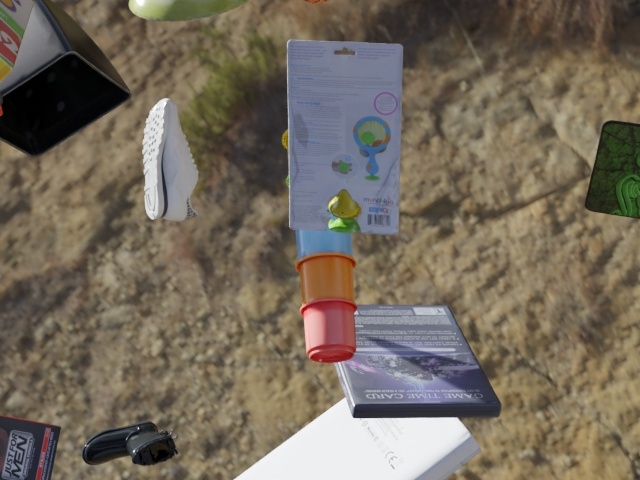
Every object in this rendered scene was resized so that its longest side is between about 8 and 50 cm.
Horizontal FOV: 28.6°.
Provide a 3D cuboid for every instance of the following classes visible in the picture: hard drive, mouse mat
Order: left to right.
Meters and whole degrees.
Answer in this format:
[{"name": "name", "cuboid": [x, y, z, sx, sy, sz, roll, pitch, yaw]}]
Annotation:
[{"name": "hard drive", "cuboid": [0.033, 0.336, 1.809, 0.353, 0.047, 0.233, -36, 34, -3]}, {"name": "mouse mat", "cuboid": [0.483, -0.099, 1.872, 0.153, 0.189, 0.007, 9, 49, 8]}]

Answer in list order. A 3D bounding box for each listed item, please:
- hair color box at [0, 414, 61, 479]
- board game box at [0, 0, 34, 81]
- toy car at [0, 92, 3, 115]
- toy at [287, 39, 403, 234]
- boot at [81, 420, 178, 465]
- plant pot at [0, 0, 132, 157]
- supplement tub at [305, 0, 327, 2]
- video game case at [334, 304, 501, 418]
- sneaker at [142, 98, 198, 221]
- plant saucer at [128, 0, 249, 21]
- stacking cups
[{"name": "hair color box", "cuboid": [-0.326, 0.199, 1.195, 0.043, 0.141, 0.072, -21, 59, 64]}, {"name": "board game box", "cuboid": [-0.301, -0.212, 1.050, 0.039, 0.124, 0.259, -41, 23, 7]}, {"name": "toy car", "cuboid": [-0.382, -0.264, 1.318, 0.053, 0.239, 0.225, -10, 78, -13]}, {"name": "toy", "cuboid": [0.032, -0.126, 1.517, 0.137, 0.237, 0.056, 3, 19, 9]}, {"name": "boot", "cuboid": [-0.261, 0.288, 1.729, 0.121, 0.045, 0.099, -17, 15, -22]}, {"name": "plant pot", "cuboid": [-0.424, -0.259, 1.852, 0.188, 0.187, 0.167, -32, 68, 10]}, {"name": "supplement tub", "cuboid": [-0.011, -0.514, 2.181, 0.117, 0.117, 0.190, -17, 58, 18]}, {"name": "video game case", "cuboid": [0.114, 0.160, 1.711, 0.196, 0.026, 0.274, 1, 25, -11]}, {"name": "sneaker", "cuboid": [-0.284, -0.154, 2.408, 0.090, 0.095, 0.235, -1, 87, 63]}, {"name": "plant saucer", "cuboid": [-0.221, -0.450, 2.199, 0.241, 0.037, 0.241, -7, 33, 5]}, {"name": "stacking cups", "cuboid": [0.000, 0.000, 1.637, 0.096, 0.096, 0.316, -13, 63, 21]}]
